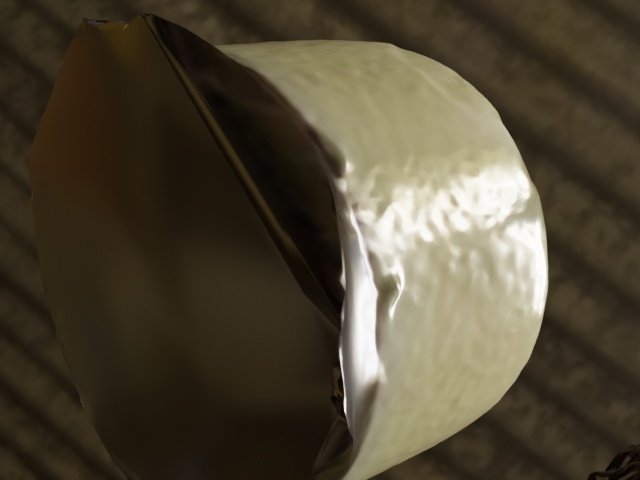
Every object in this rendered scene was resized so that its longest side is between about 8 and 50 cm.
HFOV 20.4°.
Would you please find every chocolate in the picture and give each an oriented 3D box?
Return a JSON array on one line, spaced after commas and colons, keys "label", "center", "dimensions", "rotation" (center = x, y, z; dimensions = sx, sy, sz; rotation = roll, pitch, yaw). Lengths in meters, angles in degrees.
[{"label": "chocolate", "center": [0.000, 0.000, 1.167], "dimensions": [0.314, 0.297, 0.326], "rotation": [55, -34, 21]}]

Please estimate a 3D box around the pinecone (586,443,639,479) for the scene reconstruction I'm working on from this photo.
[{"label": "pinecone", "center": [0.219, 0.191, 0.958], "dimensions": [0.202, 0.229, 0.201], "rotation": [-38, -84, 23]}]
